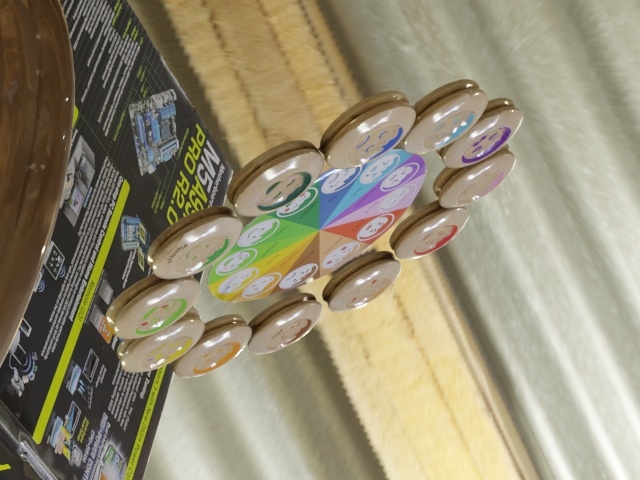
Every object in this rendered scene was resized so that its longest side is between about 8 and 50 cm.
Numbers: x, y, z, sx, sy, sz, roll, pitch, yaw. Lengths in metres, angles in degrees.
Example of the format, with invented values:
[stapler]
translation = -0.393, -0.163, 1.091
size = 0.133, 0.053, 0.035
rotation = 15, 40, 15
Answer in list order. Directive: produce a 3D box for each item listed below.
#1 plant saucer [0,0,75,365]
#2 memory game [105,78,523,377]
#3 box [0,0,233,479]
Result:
[plant saucer]
translation = -0.189, 0.011, 0.580
size = 0.278, 0.278, 0.041
rotation = -48, -50, 7
[memory game]
translation = 0.000, 0.000, 0.701
size = 0.186, 0.186, 0.012
rotation = -35, -110, 7
[box]
translation = -0.138, -0.015, 0.832
size = 0.060, 0.270, 0.216
rotation = -13, -50, 24
